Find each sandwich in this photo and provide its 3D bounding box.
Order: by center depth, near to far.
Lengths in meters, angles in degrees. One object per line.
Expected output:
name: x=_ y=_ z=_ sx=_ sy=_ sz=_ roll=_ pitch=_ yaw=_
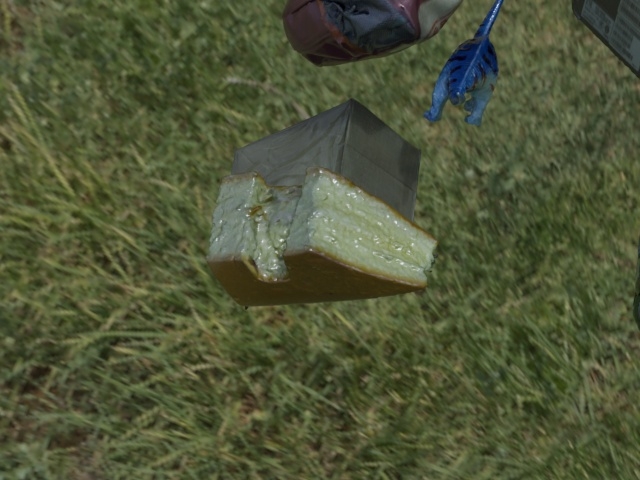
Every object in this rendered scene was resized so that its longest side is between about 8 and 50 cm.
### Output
sandwich: x=0.000 y=0.000 z=1.343 sx=0.236 sy=0.128 sz=0.122 roll=-5 pitch=51 yaw=24

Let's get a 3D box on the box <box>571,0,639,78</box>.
box: x=0.487 y=-0.346 z=1.772 sx=0.058 sy=0.211 sz=0.350 roll=-9 pitch=41 yaw=-19

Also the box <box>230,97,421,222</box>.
box: x=0.000 y=-0.066 z=1.707 sx=0.231 sy=0.149 sz=0.155 roll=-18 pitch=52 yaw=40

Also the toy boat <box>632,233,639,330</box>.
toy boat: x=0.234 y=-0.038 z=0.764 sx=0.052 sy=0.104 sz=0.210 roll=17 pitch=69 yaw=6

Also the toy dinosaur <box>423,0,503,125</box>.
toy dinosaur: x=0.193 y=-0.211 z=1.578 sx=0.076 sy=0.144 sz=0.329 roll=24 pitch=40 yaw=5

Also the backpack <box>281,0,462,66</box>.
backpack: x=0.076 y=-0.350 z=1.601 sx=0.283 sy=0.317 sz=0.197 roll=-45 pitch=103 yaw=-25
